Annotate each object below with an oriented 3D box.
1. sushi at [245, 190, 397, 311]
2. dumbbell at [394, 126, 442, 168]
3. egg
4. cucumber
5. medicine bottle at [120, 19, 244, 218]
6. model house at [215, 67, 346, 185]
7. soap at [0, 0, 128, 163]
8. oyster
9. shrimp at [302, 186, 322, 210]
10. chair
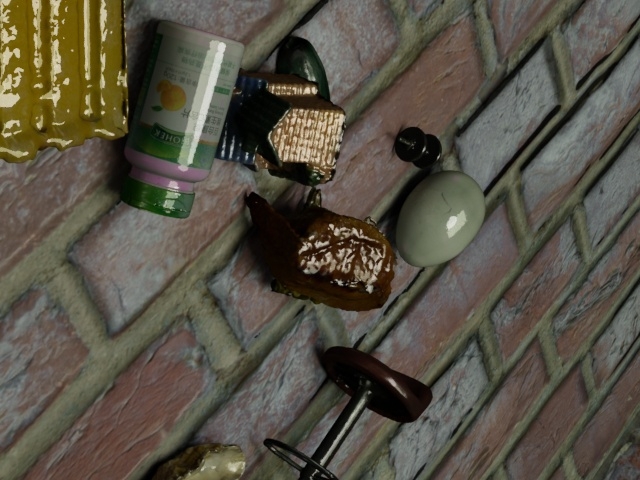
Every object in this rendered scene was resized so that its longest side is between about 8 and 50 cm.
[{"bbox_3d":[0.004,0.028,2.184,0.296,0.179,0.167,12,90,-33],"label":"sushi"},{"bbox_3d":[0.185,-0.174,2.422,0.147,0.069,0.069,19,92,-53],"label":"dumbbell"},{"bbox_3d":[0.228,-0.040,2.476,0.209,0.151,0.151,-51,141,-13],"label":"egg"},{"bbox_3d":[-0.019,-0.223,2.151,0.115,0.063,0.244,-40,134,-33],"label":"cucumber"},{"bbox_3d":[-0.208,-0.174,1.878,0.133,0.133,0.274,5,104,-52],"label":"medicine bottle"},{"bbox_3d":[-0.083,-0.174,1.990,0.172,0.183,0.167,4,106,-37],"label":"model house"},{"bbox_3d":[-0.383,-0.271,1.590,0.293,0.156,0.335,-22,124,-42],"label":"soap"},{"bbox_3d":[-0.255,0.457,2.159,0.341,0.110,0.166,-52,146,-24],"label":"oyster"},{"bbox_3d":[0.000,0.000,2.299,0.126,0.047,0.223,-31,132,-45],"label":"shrimp"},{"bbox_3d":[0.031,0.360,2.377,0.401,0.226,0.226,-53,141,-21],"label":"chair"}]
